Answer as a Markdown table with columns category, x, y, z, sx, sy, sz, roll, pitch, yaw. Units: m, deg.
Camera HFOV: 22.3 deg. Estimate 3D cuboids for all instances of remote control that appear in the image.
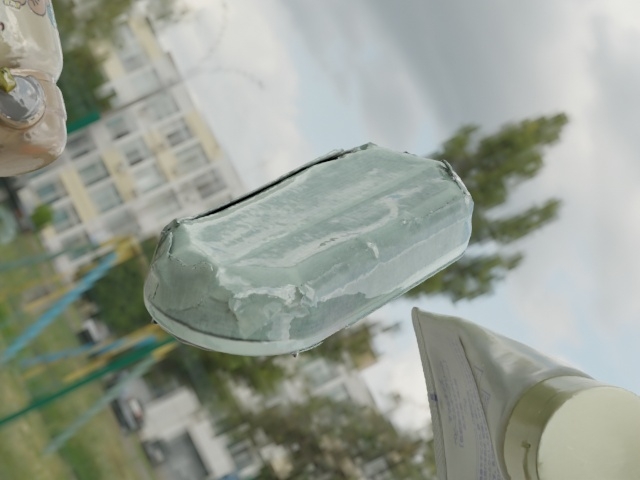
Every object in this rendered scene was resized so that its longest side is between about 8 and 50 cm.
| category | x | y | z | sx | sy | sz | roll | pitch | yaw |
| --- | --- | --- | --- | --- | --- | --- | --- | --- | --- |
| remote control | 0.000 | 0.000 | 0.902 | 0.104 | 0.247 | 0.052 | 23 | -61 | 26 |

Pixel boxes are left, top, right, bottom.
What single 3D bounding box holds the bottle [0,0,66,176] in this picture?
| category | x | y | z | sx | sy | sz | roll | pitch | yaw |
| --- | --- | --- | --- | --- | --- | --- | --- | --- | --- |
| bottle | -0.238 | -0.153 | 1.182 | 0.110 | 0.097 | 0.209 | 133 | -56 | -66 |

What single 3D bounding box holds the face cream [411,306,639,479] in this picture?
| category | x | y | z | sx | sy | sz | roll | pitch | yaw |
| --- | --- | --- | --- | --- | --- | --- | --- | --- | --- |
| face cream | 0.101 | 0.097 | 0.874 | 0.224 | 0.070 | 0.114 | -174 | -106 | -73 |
